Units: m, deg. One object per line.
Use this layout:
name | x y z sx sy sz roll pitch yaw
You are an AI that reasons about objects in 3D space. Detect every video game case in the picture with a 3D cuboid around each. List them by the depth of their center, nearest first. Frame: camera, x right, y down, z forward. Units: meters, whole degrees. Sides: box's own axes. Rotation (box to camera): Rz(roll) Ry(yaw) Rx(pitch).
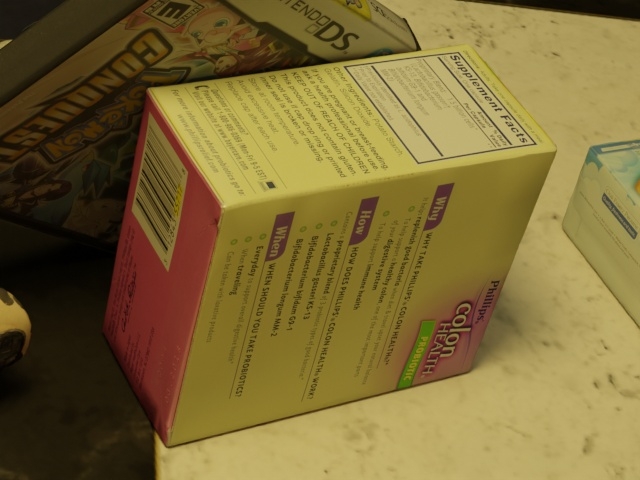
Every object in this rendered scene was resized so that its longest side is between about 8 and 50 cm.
video game case | -0.102 -0.091 1.095 0.248 0.275 0.035 21 40 -60

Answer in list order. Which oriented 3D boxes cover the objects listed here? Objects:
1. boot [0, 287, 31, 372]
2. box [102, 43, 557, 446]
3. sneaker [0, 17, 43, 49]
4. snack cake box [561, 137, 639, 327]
boot | -0.274 0.111 0.983 0.377 0.138 0.284 27 40 23
box | 0.000 0.000 1.128 0.243 0.213 0.117 -11 47 -27
sneaker | -0.165 -0.146 1.323 0.236 0.130 0.323 -11 23 -2
snack cake box | 0.345 -0.012 1.349 0.264 0.089 0.152 -9 44 -26
